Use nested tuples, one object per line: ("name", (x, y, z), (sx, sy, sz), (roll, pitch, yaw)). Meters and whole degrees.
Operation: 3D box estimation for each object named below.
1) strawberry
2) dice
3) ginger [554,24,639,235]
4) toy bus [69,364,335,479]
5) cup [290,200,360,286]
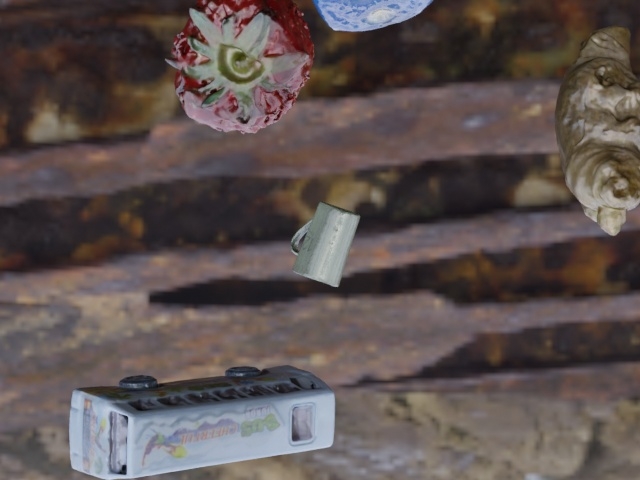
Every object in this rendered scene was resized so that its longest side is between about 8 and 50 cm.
("strawberry", (-0.090, -0.232, 1.874), (0.184, 0.187, 0.201), (-19, -171, 23))
("dice", (0.050, -0.334, 1.755), (0.143, 0.146, 0.146), (-14, 159, 9))
("ginger", (0.229, -0.090, 1.247), (0.080, 0.166, 0.333), (6, -169, 5))
("toy bus", (-0.130, 0.214, 1.807), (0.329, 0.109, 0.136), (-3, -175, -40))
("cup", (0.005, 0.002, 1.681), (0.054, 0.083, 0.075), (18, -176, -19))
